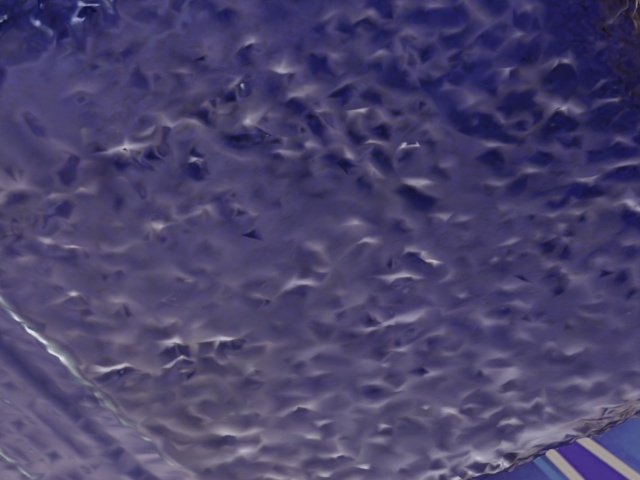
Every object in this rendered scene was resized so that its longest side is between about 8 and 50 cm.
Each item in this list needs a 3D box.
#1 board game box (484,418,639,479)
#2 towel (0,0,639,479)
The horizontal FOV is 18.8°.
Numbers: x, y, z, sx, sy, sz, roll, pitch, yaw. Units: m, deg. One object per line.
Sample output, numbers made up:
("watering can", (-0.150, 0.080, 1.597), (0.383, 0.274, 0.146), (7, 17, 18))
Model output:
("board game box", (0.000, 0.000, 0.773), (0.356, 0.356, 0.356), (-42, 23, 8))
("towel", (-0.058, 0.005, 0.471), (0.227, 0.308, 0.076), (51, -156, -46))
